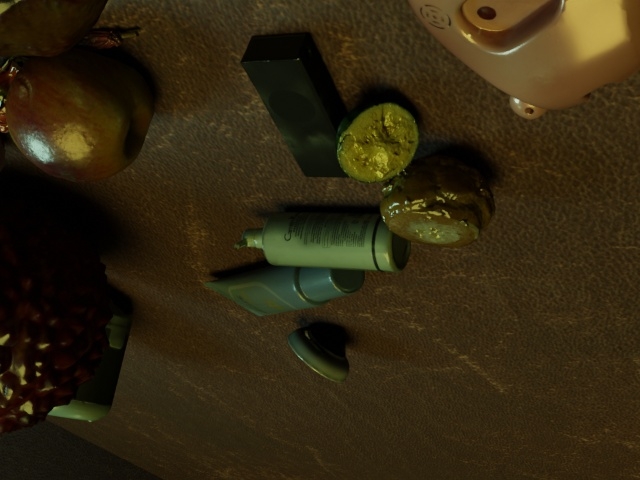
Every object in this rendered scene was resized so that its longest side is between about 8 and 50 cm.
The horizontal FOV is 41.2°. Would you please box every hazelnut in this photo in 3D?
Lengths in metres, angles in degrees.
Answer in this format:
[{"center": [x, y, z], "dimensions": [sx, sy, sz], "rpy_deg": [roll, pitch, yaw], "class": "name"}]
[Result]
[{"center": [-0.308, -0.280, 0.886], "dimensions": [0.204, 0.178, 0.178], "rpy_deg": [-13, 140, 37], "class": "hazelnut"}]

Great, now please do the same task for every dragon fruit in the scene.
[{"center": [-0.425, -0.202, 1.169], "dimensions": [0.081, 0.086, 0.116], "rpy_deg": [54, 146, 14], "class": "dragon fruit"}]

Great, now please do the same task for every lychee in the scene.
[{"center": [-0.587, 0.112, 1.491], "dimensions": [0.500, 0.424, 0.424], "rpy_deg": [34, 168, 42], "class": "lychee"}]

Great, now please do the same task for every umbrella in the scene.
[{"center": [-0.292, -0.247, 1.067], "dimensions": [0.165, 0.025, 0.027], "rpy_deg": [0, 177, 33], "class": "umbrella"}]

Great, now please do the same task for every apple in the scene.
[{"center": [-0.316, -0.159, 1.104], "dimensions": [0.173, 0.160, 0.195], "rpy_deg": [25, 159, 6], "class": "apple"}]

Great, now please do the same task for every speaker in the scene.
[{"center": [-0.014, -0.158, 1.040], "dimensions": [0.082, 0.044, 0.218], "rpy_deg": [4, 149, 25], "class": "speaker"}]

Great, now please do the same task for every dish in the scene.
[{"center": [0.014, 0.200, 1.651], "dimensions": [0.141, 0.078, 0.141], "rpy_deg": [35, -170, -7], "class": "dish"}]

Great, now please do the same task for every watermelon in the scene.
[{"center": [0.063, -0.124, 1.022], "dimensions": [0.105, 0.105, 0.062], "rpy_deg": [38, -170, -34], "class": "watermelon"}]

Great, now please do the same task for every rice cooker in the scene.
[{"center": [-0.562, 0.237, 1.837], "dimensions": [0.288, 0.277, 0.288], "rpy_deg": [10, 168, 2], "class": "rice cooker"}]

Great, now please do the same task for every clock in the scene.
[{"center": [0.168, -0.229, 0.707], "dimensions": [0.241, 0.142, 0.227], "rpy_deg": [33, 149, -19], "class": "clock"}]

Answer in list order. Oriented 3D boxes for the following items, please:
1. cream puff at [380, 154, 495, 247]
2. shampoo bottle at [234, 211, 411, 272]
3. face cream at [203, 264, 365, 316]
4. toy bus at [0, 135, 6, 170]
[{"center": [0.148, -0.053, 1.073], "dimensions": [0.143, 0.103, 0.126], "rpy_deg": [10, 157, 14], "class": "cream puff"}, {"center": [0.000, 0.000, 1.275], "dimensions": [0.262, 0.085, 0.085], "rpy_deg": [2, 149, 27], "class": "shampoo bottle"}, {"center": [-0.063, 0.081, 1.469], "dimensions": [0.135, 0.086, 0.385], "rpy_deg": [32, 154, -25], "class": "face cream"}, {"center": [-0.576, -0.178, 1.249], "dimensions": [0.147, 0.128, 0.303], "rpy_deg": [9, 151, 9], "class": "toy bus"}]
